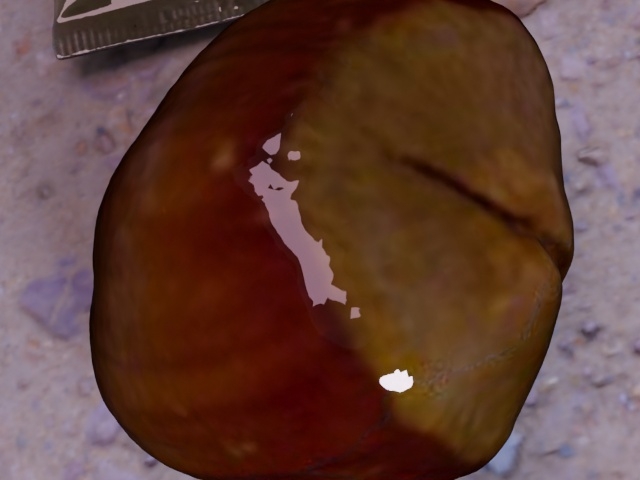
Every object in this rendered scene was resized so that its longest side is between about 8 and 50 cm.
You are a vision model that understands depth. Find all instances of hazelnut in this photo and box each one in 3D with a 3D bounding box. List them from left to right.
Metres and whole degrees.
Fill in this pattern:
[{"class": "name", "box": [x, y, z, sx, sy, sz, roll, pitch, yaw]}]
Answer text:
[{"class": "hazelnut", "box": [0.002, 0.002, 0.764, 0.181, 0.181, 0.212, 22, 65, -2]}]

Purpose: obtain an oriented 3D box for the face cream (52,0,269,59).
[{"class": "face cream", "box": [-0.095, -0.247, 1.008, 0.137, 0.084, 0.341, -13, 62, -1]}]
